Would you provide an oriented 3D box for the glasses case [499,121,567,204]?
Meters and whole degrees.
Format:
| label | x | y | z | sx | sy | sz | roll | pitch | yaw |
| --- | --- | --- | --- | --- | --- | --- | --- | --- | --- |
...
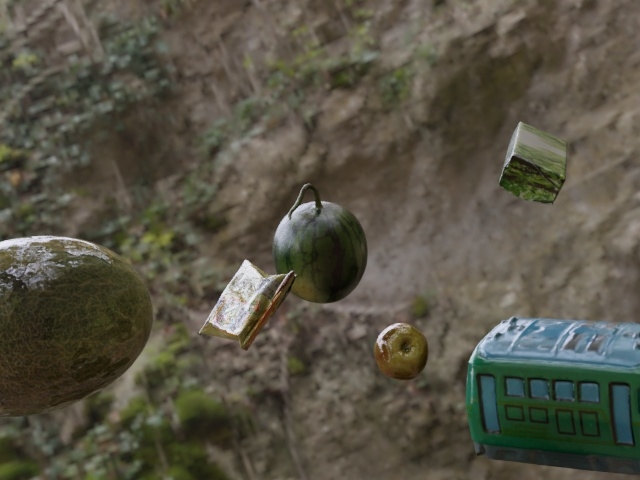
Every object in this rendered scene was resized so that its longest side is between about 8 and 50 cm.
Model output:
| label | x | y | z | sx | sy | sz | roll | pitch | yaw |
| --- | --- | --- | --- | --- | --- | --- | --- | --- | --- |
| glasses case | 0.346 | -0.124 | 2.298 | 0.272 | 0.095 | 0.062 | -55 | -12 | -71 |

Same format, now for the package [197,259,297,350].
| label | x | y | z | sx | sy | sz | roll | pitch | yaw |
| --- | --- | --- | --- | --- | --- | --- | --- | --- | --- |
| package | -0.088 | 0.074 | 1.660 | 0.031 | 0.120 | 0.108 | 43 | -107 | -30 |

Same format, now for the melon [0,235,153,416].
| label | x | y | z | sx | sy | sz | roll | pitch | yaw |
| --- | --- | --- | --- | --- | --- | --- | --- | --- | --- |
| melon | -0.389 | 0.115 | 1.961 | 0.329 | 0.249 | 0.248 | -11 | -24 | -38 |

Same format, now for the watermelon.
| label | x | y | z | sx | sy | sz | roll | pitch | yaw |
| --- | --- | --- | --- | --- | --- | --- | --- | --- | --- |
| watermelon | 0.000 | 0.000 | 2.029 | 0.140 | 0.141 | 0.187 | -14 | -57 | -21 |

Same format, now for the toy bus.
| label | x | y | z | sx | sy | sz | roll | pitch | yaw |
| --- | --- | --- | --- | --- | --- | --- | --- | --- | --- |
| toy bus | 0.387 | 0.218 | 2.062 | 0.343 | 0.199 | 0.183 | 1 | 22 | 34 |

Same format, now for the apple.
| label | x | y | z | sx | sy | sz | roll | pitch | yaw |
| --- | --- | --- | --- | --- | --- | --- | --- | --- | --- |
| apple | 0.117 | 0.158 | 2.019 | 0.084 | 0.084 | 0.071 | -15 | -8 | -19 |
